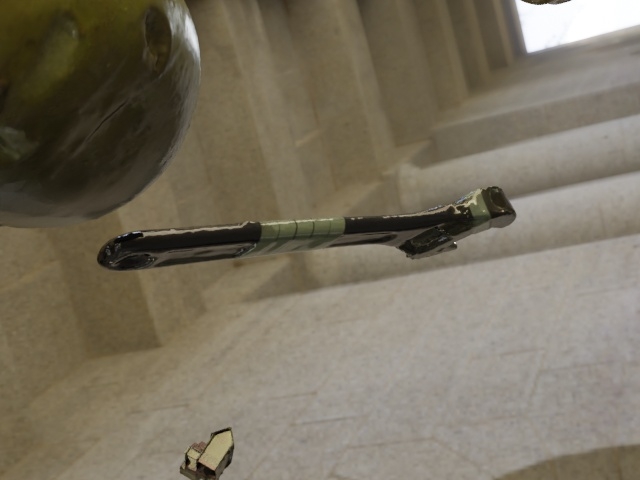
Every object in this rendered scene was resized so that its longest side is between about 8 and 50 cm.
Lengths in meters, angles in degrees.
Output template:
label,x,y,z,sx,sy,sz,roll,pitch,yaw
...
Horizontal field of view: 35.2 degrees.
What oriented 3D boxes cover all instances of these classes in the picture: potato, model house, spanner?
label,x,y,z,sx,sy,sz,roll,pitch,yaw
potato,-0.159,-0.083,0.496,0.228,0.197,0.149,104,163,-76
model house,-0.136,0.261,1.235,0.058,0.057,0.083,-57,-12,-32
spanner,0.000,0.000,0.680,0.315,0.087,0.024,-6,-112,-33

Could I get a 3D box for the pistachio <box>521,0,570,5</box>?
label,x,y,z,sx,sy,sz,roll,pitch,yaw
pistachio,0.248,-0.356,1.112,0.129,0.131,0.206,93,171,-78
